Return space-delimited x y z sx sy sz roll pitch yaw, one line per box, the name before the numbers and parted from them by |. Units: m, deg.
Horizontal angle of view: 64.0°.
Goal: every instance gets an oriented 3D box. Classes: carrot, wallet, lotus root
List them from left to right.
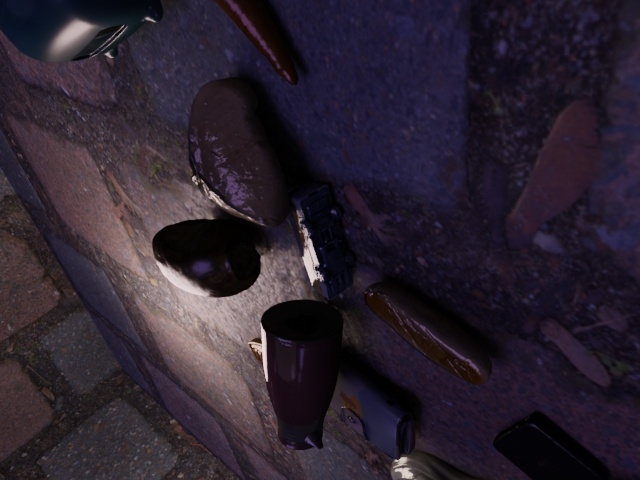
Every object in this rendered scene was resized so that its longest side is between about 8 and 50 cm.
lotus root | -0.228 0.036 1.025 0.275 0.160 0.152 5 116 49
carrot | -0.129 -0.332 0.627 0.336 0.069 0.069 51 148 -5
wallet | 0.085 0.314 1.001 0.231 0.069 0.170 32 139 37

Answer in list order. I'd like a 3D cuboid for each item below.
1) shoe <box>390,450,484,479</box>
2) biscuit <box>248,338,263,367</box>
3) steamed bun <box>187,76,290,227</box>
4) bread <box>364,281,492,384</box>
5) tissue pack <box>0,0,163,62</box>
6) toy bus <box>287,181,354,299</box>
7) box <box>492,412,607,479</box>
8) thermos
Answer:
shoe | 0.225 0.503 0.930 0.316 0.159 0.124 -10 115 51
biscuit | -0.098 0.320 1.268 0.220 0.029 0.142 34 145 24
steamed bun | -0.149 -0.132 0.776 0.231 0.110 0.212 23 127 54
bread | 0.154 0.126 0.737 0.214 0.053 0.073 36 141 28
tissue pack | -0.360 -0.373 0.738 0.287 0.198 0.206 -5 116 47
toy bus | 0.000 0.000 0.798 0.075 0.064 0.190 28 143 52
box | 0.326 0.310 0.736 0.125 0.027 0.126 39 145 15
thermos | -0.043 0.253 0.958 0.176 0.146 0.265 32 127 50
